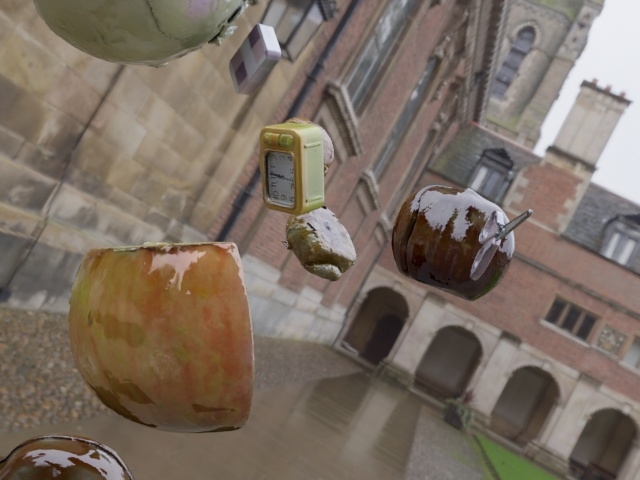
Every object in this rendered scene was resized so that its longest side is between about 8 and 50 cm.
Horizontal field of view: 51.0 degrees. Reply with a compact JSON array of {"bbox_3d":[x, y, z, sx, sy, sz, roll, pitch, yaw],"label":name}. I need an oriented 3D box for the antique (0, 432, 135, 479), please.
[{"bbox_3d":[-0.481,0.464,1.219,0.278,0.223,0.129,5,22,-4],"label":"antique"}]

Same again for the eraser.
[{"bbox_3d":[-0.101,-0.273,1.018,0.026,0.065,0.105,1,-27,-36],"label":"eraser"}]

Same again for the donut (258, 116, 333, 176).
[{"bbox_3d":[-0.068,-0.227,1.845,0.227,0.226,0.114,25,-4,43],"label":"donut"}]

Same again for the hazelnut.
[{"bbox_3d":[0.256,-0.001,1.306,0.234,0.218,0.218,19,-6,8],"label":"hazelnut"}]

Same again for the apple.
[{"bbox_3d":[-0.228,0.153,1.048,0.314,0.309,0.252,-3,0,18],"label":"apple"}]

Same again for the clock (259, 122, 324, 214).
[{"bbox_3d":[-0.068,-0.170,1.583,0.143,0.202,0.096,13,23,39],"label":"clock"}]

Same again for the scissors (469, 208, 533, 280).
[{"bbox_3d":[0.225,-0.009,0.834,0.015,0.100,0.189,20,-14,2],"label":"scissors"}]

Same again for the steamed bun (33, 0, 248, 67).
[{"bbox_3d":[-0.242,-0.399,0.967,0.233,0.333,0.312,31,24,15],"label":"steamed bun"}]

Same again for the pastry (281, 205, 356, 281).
[{"bbox_3d":[0.000,0.000,1.782,0.218,0.100,0.229,34,28,-28],"label":"pastry"}]
